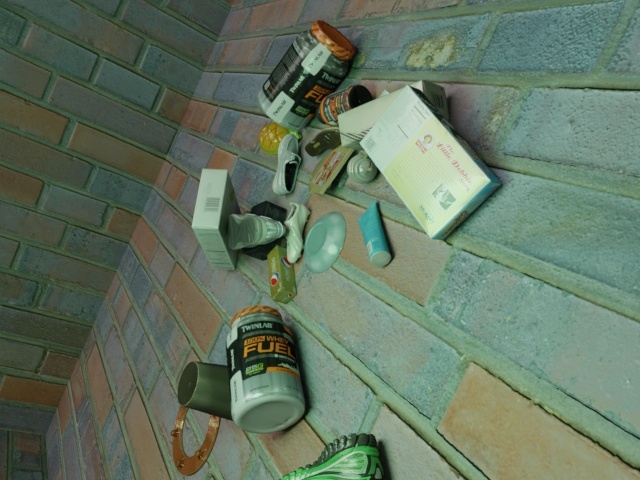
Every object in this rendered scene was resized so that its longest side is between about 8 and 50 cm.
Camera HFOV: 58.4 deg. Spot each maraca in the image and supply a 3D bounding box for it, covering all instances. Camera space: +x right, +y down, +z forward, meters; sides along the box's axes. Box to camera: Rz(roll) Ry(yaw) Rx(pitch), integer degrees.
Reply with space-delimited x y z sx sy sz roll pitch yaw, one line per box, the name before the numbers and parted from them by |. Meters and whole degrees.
maraca | -0.150 -0.372 2.104 0.186 0.099 0.127 16 90 33

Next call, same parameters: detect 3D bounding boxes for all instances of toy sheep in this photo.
toy sheep | 0.119 -0.201 1.595 0.132 0.091 0.091 -159 91 -76

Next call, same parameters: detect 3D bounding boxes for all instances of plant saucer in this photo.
plant saucer | 0.000 0.000 1.695 0.195 0.038 0.194 -35 43 41

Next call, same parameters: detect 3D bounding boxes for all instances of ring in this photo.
ring | -0.438 0.629 1.972 0.337 0.032 0.336 -35 45 43

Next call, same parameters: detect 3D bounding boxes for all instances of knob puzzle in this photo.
knob puzzle | 0.027 -0.220 1.793 0.213 0.030 0.213 -44 25 27

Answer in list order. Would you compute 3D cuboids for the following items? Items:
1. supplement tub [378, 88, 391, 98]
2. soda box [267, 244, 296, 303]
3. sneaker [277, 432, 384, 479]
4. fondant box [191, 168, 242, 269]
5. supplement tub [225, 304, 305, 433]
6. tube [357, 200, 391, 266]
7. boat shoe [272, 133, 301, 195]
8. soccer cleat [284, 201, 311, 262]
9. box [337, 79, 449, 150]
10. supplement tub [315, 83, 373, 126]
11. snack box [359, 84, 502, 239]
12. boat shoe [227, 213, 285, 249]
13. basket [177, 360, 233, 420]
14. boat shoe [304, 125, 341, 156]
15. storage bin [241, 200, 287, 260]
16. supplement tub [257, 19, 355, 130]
supplement tub | 0.180 -0.363 1.616 0.107 0.071 0.071 -57 33 18
soda box | -0.122 0.105 1.793 0.061 0.058 0.181 -45 38 33
sneaker | 0.003 0.562 1.245 0.343 0.134 0.146 -48 37 27
fondant box | -0.363 -0.069 2.058 0.330 0.096 0.238 87 -174 -62
supplement tub | -0.158 0.344 1.570 0.193 0.194 0.315 -49 37 28
tube | 0.137 -0.019 1.493 0.080 0.052 0.207 -44 33 26
boat shoe | -0.103 -0.264 1.990 0.081 0.079 0.227 0 76 47
soccer cleat | -0.086 -0.026 1.802 0.068 0.076 0.196 -13 60 53
box | 0.184 -0.318 1.484 0.275 0.113 0.094 -14 81 43
supplement tub | 0.067 -0.414 1.787 0.198 0.106 0.105 -3 68 57
snack box | 0.241 -0.181 1.313 0.187 0.060 0.321 -49 58 29
boat shoe | -0.223 -0.031 1.850 0.320 0.103 0.118 -5 86 62
basket | -0.286 0.438 1.673 0.154 0.227 0.204 -61 31 11
boat shoe | 0.022 -0.333 1.845 0.190 0.068 0.072 -13 29 54
storage bin | -0.193 -0.032 1.964 0.122 0.084 0.180 -17 57 52
supplement tub | -0.047 -0.560 1.953 0.338 0.207 0.207 -48 37 31
